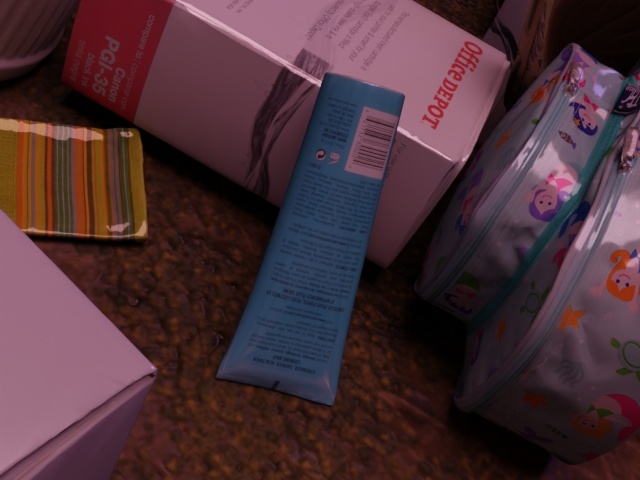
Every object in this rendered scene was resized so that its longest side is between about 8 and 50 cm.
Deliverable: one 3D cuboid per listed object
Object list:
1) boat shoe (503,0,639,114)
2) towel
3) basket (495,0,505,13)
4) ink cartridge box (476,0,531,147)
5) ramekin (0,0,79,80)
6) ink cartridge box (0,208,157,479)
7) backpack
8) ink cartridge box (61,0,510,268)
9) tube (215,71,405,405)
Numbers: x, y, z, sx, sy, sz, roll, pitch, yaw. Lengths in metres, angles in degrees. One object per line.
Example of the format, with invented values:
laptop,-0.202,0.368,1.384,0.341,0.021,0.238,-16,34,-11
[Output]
boat shoe,0.201,-0.130,0.746,0.104,0.285,0.089,-1,60,0
towel,-0.232,-0.048,0.633,0.237,0.021,0.102,4,49,-24
basket,0.293,-0.296,1.042,0.204,0.154,0.227,24,41,-7
ink cartridge box,0.235,-0.173,0.855,0.153,0.208,0.087,10,44,-21
ramekin,-0.252,-0.226,0.673,0.207,0.109,0.207,31,38,-29
ink cartridge box,-0.221,0.045,0.428,0.273,0.197,0.114,43,46,13
backpack,0.176,0.011,0.648,0.191,0.225,0.253,25,56,-3
ink cartridge box,-0.018,-0.132,0.738,0.283,0.117,0.207,31,37,1
tube,0.000,0.000,0.608,0.080,0.207,0.052,16,6,-9
